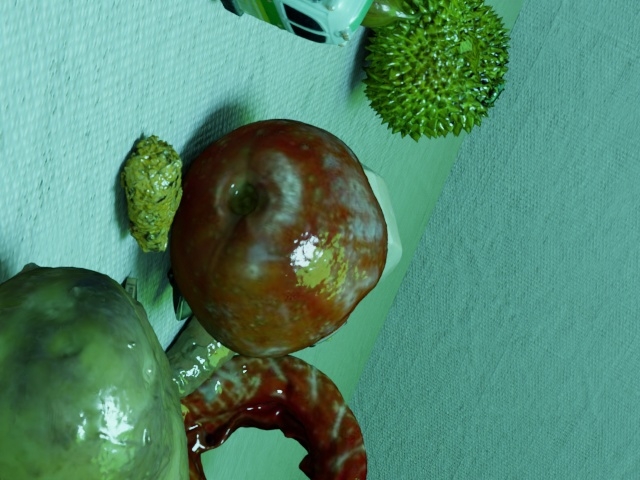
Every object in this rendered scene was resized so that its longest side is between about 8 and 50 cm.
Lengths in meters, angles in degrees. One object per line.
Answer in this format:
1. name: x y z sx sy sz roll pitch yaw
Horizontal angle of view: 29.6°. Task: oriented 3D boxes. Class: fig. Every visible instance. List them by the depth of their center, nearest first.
1. fig: 0.084 -0.329 1.680 0.084 0.098 0.082 -21 142 -53

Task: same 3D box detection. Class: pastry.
1. pastry: -0.177 -0.046 1.291 0.140 0.056 0.080 89 19 -63

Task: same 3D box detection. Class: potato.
1. potato: -0.231 0.134 1.058 0.301 0.289 0.237 -1 105 -37

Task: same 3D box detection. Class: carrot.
1. carrot: -0.169 0.148 1.743 0.263 0.102 0.102 -50 164 -26

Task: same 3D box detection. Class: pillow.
1. pillow: -0.154 0.037 1.579 0.135 0.055 0.091 -52 134 -52

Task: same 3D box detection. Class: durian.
1. durian: 0.185 -0.280 1.914 0.291 0.225 0.291 -52 161 -25

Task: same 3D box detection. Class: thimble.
1. thimble: -0.092 0.359 1.909 0.350 0.350 0.230 -58 168 -19

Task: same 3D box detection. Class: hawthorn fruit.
1. hawthorn fruit: -0.056 -0.008 1.446 0.284 0.284 0.284 -58 168 -20

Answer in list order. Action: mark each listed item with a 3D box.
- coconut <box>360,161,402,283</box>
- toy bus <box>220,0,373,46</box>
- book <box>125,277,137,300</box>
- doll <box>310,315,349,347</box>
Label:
1. coconut: -0.003 -0.001 1.705 0.241 0.241 0.241 -58 168 -20
2. toy bus: 0.016 -0.337 1.194 0.276 0.165 0.133 -60 170 -5
3. book: -0.233 0.161 1.411 0.138 0.016 0.198 104 -9 -52
4. doll: -0.013 0.122 2.211 0.161 0.130 0.290 -30 171 -23
